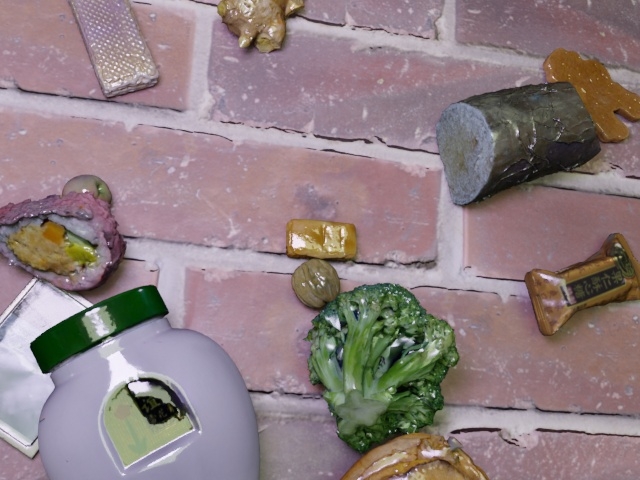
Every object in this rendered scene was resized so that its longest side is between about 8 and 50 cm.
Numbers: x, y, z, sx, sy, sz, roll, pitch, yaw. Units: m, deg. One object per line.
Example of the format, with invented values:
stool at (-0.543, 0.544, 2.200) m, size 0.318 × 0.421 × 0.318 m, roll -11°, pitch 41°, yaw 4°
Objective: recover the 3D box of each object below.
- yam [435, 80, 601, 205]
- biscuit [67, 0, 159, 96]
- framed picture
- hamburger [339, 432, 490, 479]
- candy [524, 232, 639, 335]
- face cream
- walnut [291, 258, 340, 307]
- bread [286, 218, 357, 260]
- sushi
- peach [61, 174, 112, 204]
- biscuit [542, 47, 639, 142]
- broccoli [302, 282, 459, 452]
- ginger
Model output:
yam at (0.386, -0.199, 1.408) m, size 0.272 × 0.201 × 0.202 m, roll -13°, pitch 79°, yaw -21°
biscuit at (-0.387, -0.385, 1.359) m, size 0.108 × 0.062 × 0.238 m, roll -20°, pitch 81°, yaw -18°
framed picture at (-0.468, 0.198, 1.209) m, size 0.189 × 0.023 × 0.260 m, roll 36°, pitch 71°, yaw -3°
hamburger at (0.152, 0.468, 1.171) m, size 0.290 × 0.170 × 0.314 m, roll 42°, pitch 87°, yaw -7°
candy at (0.514, 0.078, 1.405) m, size 0.272 × 0.101 × 0.143 m, roll -16°, pitch 85°, yaw -21°
face cream at (-0.269, 0.269, 1.122) m, size 0.313 × 0.219 × 0.356 m, roll -27°, pitch 85°, yaw -17°
walnut at (-0.007, 0.076, 1.306) m, size 0.092 × 0.092 × 0.092 m, roll 3°, pitch 75°, yaw -11°
bread at (0.000, 0.000, 1.339) m, size 0.132 × 0.053 × 0.074 m, roll 6°, pitch 74°, yaw -8°
sushi at (-0.434, 0.008, 1.206) m, size 0.241 × 0.107 × 0.161 m, roll -10°, pitch 116°, yaw 13°
peach at (-0.404, -0.074, 1.263) m, size 0.083 × 0.083 × 0.083 m, roll 3°, pitch 75°, yaw -11°
biscuit at (0.571, -0.312, 1.551) m, size 0.236 × 0.040 × 0.144 m, roll 41°, pitch 64°, yaw 3°
broccoli at (0.091, 0.207, 1.204) m, size 0.265 × 0.294 × 0.245 m, roll 0°, pitch 34°, yaw 18°
ginger at (-0.119, -0.453, 1.412) m, size 0.157 × 0.102 × 0.216 m, roll 32°, pitch 67°, yaw -27°
